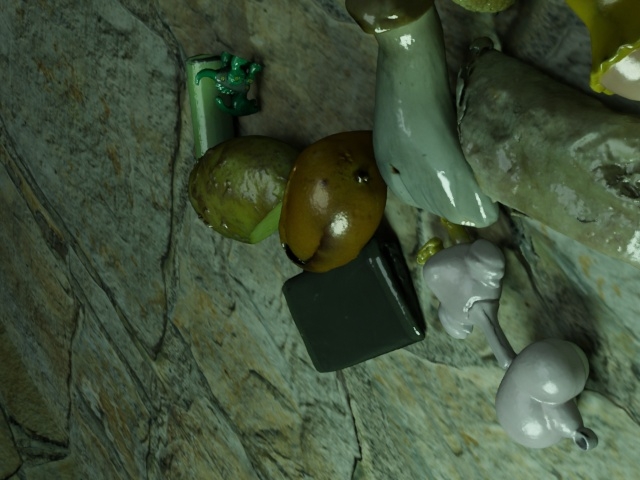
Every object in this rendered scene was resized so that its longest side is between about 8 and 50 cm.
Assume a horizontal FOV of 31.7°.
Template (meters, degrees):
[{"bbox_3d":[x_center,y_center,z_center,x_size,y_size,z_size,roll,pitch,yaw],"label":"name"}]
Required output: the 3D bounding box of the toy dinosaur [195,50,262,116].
[{"bbox_3d":[-0.148,-0.257,1.860,0.059,0.132,0.096,27,101,52],"label":"toy dinosaur"}]

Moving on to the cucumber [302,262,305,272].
[{"bbox_3d":[0.001,0.000,1.773,0.058,0.058,0.187,38,133,46],"label":"cucumber"}]

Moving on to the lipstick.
[{"bbox_3d":[-0.186,-0.177,1.988,0.076,0.076,0.304,18,118,55],"label":"lipstick"}]

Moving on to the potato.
[{"bbox_3d":[-0.116,-0.083,1.843,0.298,0.141,0.176,-5,116,58],"label":"potato"}]

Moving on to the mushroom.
[{"bbox_3d":[0.126,-0.170,1.383,0.159,0.122,0.329,3,128,29],"label":"mushroom"}]

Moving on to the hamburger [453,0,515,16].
[{"bbox_3d":[0.136,-0.402,1.280,0.168,0.192,0.288,-131,40,-52],"label":"hamburger"}]

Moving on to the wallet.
[{"bbox_3d":[0.046,0.101,1.707,0.245,0.052,0.169,-26,85,45],"label":"wallet"}]

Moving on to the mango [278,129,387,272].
[{"bbox_3d":[0.012,-0.046,1.611,0.236,0.136,0.166,126,148,-56],"label":"mango"}]

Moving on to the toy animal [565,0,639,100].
[{"bbox_3d":[0.308,-0.221,1.107,0.230,0.156,0.156,64,147,13],"label":"toy animal"}]

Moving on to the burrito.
[{"bbox_3d":[0.263,-0.094,1.260,0.347,0.107,0.175,38,112,44],"label":"burrito"}]

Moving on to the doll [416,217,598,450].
[{"bbox_3d":[0.228,0.117,1.414,0.365,0.094,0.160,55,141,31],"label":"doll"}]
